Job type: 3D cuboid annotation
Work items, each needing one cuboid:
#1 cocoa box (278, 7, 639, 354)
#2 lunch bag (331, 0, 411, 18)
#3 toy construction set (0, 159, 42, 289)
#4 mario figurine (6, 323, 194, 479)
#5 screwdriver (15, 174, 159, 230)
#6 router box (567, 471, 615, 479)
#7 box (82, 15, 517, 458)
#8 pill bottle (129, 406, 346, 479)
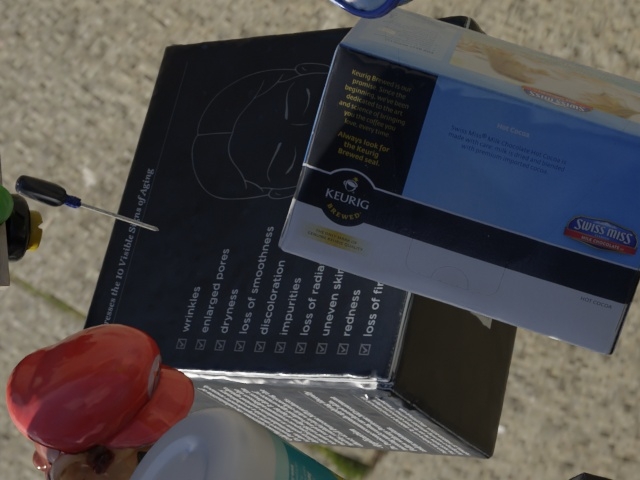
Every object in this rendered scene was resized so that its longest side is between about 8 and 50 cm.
[{"bbox_3d":[0.168,-0.073,1.529,0.347,0.231,0.228,18,112,5],"label":"cocoa box"},{"bbox_3d":[0.008,-0.274,1.071,0.219,0.090,0.176,39,117,8],"label":"lunch bag"},{"bbox_3d":[-0.372,0.029,1.239,0.257,0.309,0.237,32,153,-27],"label":"toy construction set"},{"bbox_3d":[-0.156,0.204,1.205,0.198,0.170,0.321,45,137,34],"label":"mario figurine"},{"bbox_3d":[-0.228,-0.034,1.506,0.170,0.024,0.025,18,158,-34],"label":"screwdriver"},{"bbox_3d":[0.288,0.359,1.179,0.243,0.309,0.081,16,148,-21],"label":"router box"},{"bbox_3d":[0.000,0.000,1.928,0.471,0.480,0.297,1,156,32],"label":"box"},{"bbox_3d":[-0.008,0.238,1.053,0.264,0.146,0.146,37,133,-27],"label":"pill bottle"}]
